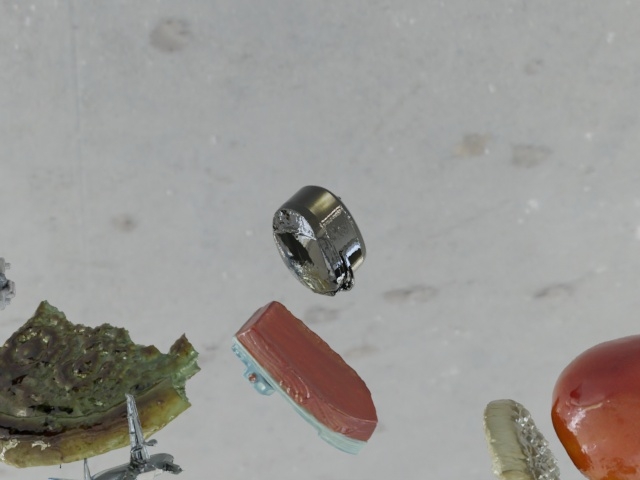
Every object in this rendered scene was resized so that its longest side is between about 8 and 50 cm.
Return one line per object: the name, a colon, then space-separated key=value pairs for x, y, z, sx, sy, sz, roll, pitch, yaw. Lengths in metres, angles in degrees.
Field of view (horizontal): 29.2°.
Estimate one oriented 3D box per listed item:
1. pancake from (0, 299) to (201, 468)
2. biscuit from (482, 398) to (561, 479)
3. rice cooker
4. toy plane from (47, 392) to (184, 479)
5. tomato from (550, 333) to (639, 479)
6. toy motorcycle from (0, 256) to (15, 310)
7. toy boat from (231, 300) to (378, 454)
pancake: x=-0.396 y=0.224 z=1.908 sx=0.426 sy=0.305 sz=0.067 roll=10 pitch=141 yaw=27
biscuit: x=0.316 y=0.340 z=1.982 sx=0.084 sy=0.179 sz=0.281 roll=-27 pitch=178 yaw=14
rice cooker: x=0.000 y=0.000 z=1.797 sx=0.112 sy=0.106 sz=0.165 roll=10 pitch=140 yaw=45
toy plane: x=-0.247 y=0.299 z=1.566 sx=0.058 sy=0.226 sz=0.226 roll=16 pitch=-173 yaw=33
tomato: x=0.486 y=0.263 z=1.882 sx=0.259 sy=0.260 sz=0.180 roll=-1 pitch=162 yaw=-14
toy motorcycle: x=-0.552 y=0.072 z=1.730 sx=0.260 sy=0.110 sz=0.171 roll=-6 pitch=168 yaw=7
toy boat: x=-0.031 y=0.276 z=2.320 sx=0.332 sy=0.145 sz=0.133 roll=44 pitch=127 yaw=-2
